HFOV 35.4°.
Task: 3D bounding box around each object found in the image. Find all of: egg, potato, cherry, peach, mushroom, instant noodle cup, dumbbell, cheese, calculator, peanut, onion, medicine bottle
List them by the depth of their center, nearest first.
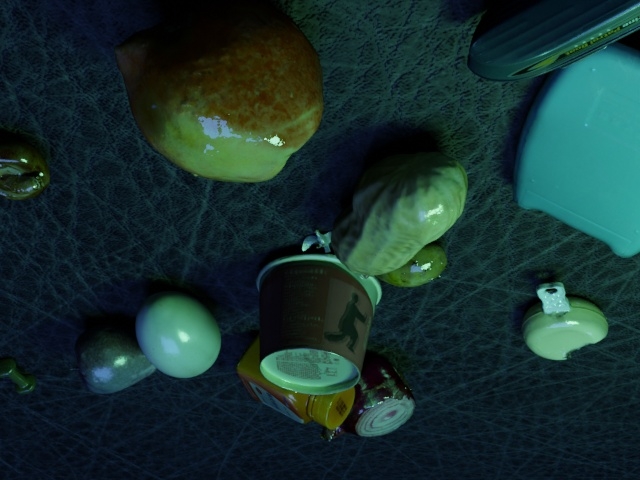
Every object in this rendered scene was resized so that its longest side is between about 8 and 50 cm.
[{"bbox_3d":[-0.130,-0.185,1.228,0.256,0.232,0.232,25,145,-16],"label":"peach"},{"bbox_3d":[0.397,-0.118,1.361,0.256,0.054,0.386,28,147,11],"label":"calculator"},{"bbox_3d":[-0.475,-0.105,1.525,0.127,0.087,0.127,0,147,0],"label":"mushroom"},{"bbox_3d":[0.109,-0.038,1.527,0.152,0.152,0.313,13,154,-15],"label":"peanut"},{"bbox_3d":[0.149,0.041,1.724,0.137,0.070,0.091,-12,145,25],"label":"potato"},{"bbox_3d":[-0.012,0.155,1.785,0.234,0.179,0.235,5,147,3],"label":"instant noodle cup"},{"bbox_3d":[0.429,0.146,1.872,0.163,0.071,0.249,-22,142,34],"label":"cheese"},{"bbox_3d":[-0.275,0.177,1.924,0.151,0.151,0.209,-8,139,19],"label":"egg"},{"bbox_3d":[-0.048,0.293,2.047,0.222,0.112,0.149,22,154,29],"label":"medicine bottle"},{"bbox_3d":[-0.425,0.239,2.060,0.176,0.140,0.176,-19,159,-8],"label":"cherry"},{"bbox_3d":[0.084,0.345,2.130,0.218,0.140,0.195,-31,156,1],"label":"onion"},{"bbox_3d":[-0.700,0.311,2.299,0.052,0.046,0.118,-9,147,10],"label":"dumbbell"}]

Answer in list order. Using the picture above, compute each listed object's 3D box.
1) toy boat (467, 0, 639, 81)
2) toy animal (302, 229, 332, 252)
[{"bbox_3d":[0.289,-0.264,1.149,0.122,0.114,0.296,6,157,-45],"label":"toy boat"},{"bbox_3d":[0.000,0.001,1.710,0.084,0.028,0.050,-10,156,20],"label":"toy animal"}]
